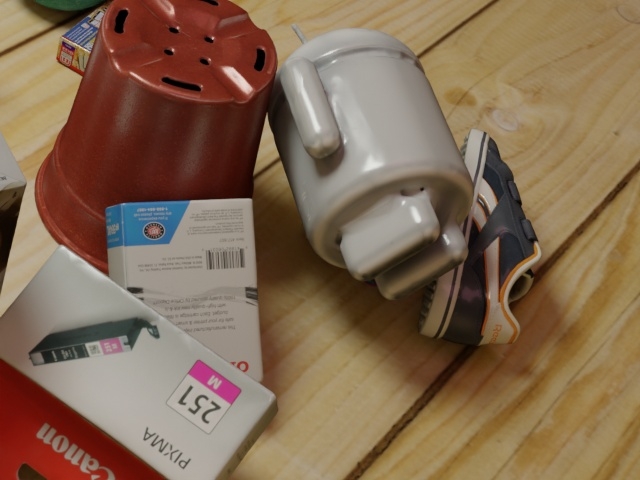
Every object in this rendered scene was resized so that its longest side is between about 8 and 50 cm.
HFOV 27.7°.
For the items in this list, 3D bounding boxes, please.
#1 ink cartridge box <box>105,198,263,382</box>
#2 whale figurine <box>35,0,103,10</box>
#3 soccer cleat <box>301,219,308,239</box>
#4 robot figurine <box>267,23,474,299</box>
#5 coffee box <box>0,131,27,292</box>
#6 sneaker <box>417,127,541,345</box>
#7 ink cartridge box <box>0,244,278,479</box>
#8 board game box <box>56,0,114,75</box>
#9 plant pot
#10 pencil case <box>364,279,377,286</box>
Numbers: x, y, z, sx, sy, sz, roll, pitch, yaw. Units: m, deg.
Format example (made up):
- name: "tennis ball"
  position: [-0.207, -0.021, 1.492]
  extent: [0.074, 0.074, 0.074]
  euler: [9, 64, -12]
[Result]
- name: "ink cartridge box"
  position: [-0.148, 0.060, 1.399]
  extent: [0.148, 0.086, 0.203]
  euler: [-2, 89, -24]
- name: "whale figurine"
  position: [-0.374, -0.409, 1.819]
  extent: [0.216, 0.141, 0.272]
  euler: [-12, 30, -30]
- name: "soccer cleat"
  position: [0.000, 0.000, 1.632]
  extent: [0.035, 0.029, 0.083]
  euler: [-7, 48, -16]
- name: "robot figurine"
  position: [0.054, -0.107, 1.527]
  extent: [0.300, 0.200, 0.353]
  euler: [39, 27, -53]
- name: "coffee box"
  position: [-0.404, 0.015, 1.256]
  extent: [0.168, 0.297, 0.119]
  euler: [-13, 58, -33]
- name: "sneaker"
  position: [0.211, 0.001, 1.648]
  extent: [0.127, 0.126, 0.321]
  euler: [16, 55, -2]
- name: "ink cartridge box"
  position: [-0.220, 0.176, 1.269]
  extent: [0.275, 0.060, 0.239]
  euler: [34, 75, 11]
- name: "board game box"
  position: [-0.235, -0.247, 1.757]
  extent: [0.193, 0.045, 0.147]
  euler: [31, 44, 8]
- name: "plant pot"
  position: [-0.180, -0.135, 1.515]
  extent: [0.272, 0.265, 0.272]
  euler: [12, 44, -12]
- name: "pencil case"
  position: [0.096, -0.004, 1.647]
  extent: [0.064, 0.070, 0.152]
  euler: [-8, 31, 35]
